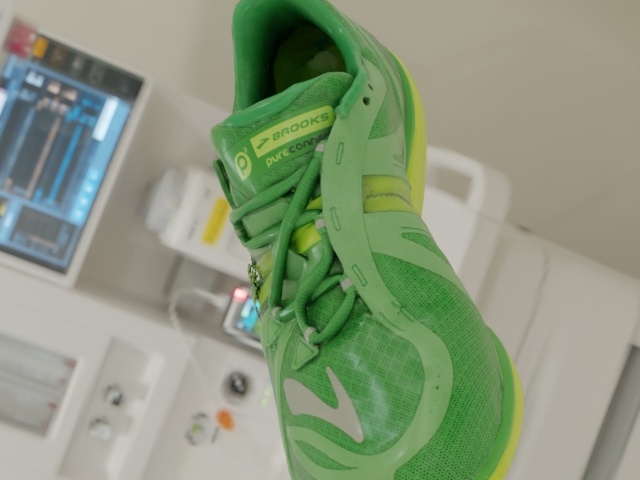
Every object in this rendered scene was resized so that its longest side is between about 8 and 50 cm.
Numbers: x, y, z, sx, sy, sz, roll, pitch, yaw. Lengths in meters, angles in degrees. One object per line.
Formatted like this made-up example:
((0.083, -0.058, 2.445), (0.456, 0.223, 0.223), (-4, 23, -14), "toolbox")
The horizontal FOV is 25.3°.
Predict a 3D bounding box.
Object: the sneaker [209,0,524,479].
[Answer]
((0.000, 0.000, 0.611), (0.109, 0.123, 0.296), (-29, 45, 16), "sneaker")
